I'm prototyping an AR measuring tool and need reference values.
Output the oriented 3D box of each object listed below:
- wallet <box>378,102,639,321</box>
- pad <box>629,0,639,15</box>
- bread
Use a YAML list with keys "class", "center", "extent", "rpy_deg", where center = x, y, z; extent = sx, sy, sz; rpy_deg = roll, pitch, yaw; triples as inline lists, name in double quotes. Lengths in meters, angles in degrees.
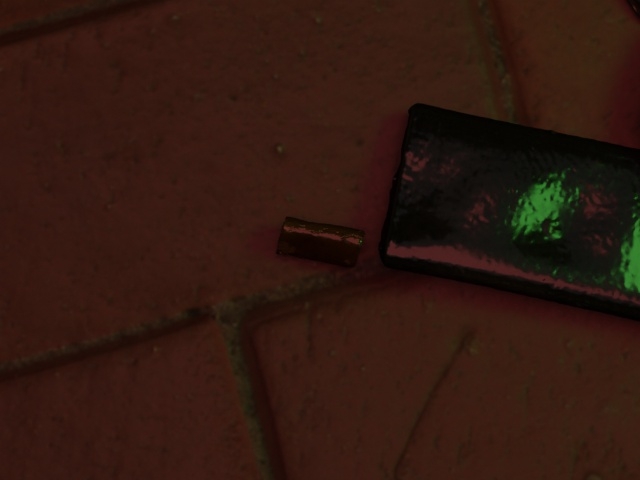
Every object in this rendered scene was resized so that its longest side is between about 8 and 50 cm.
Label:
- class: "wallet"
  center: [0.226, -0.023, 1.130]
  extent: [0.321, 0.044, 0.170]
  rpy_deg: [12, 76, -1]
- class: "pad"
  center: [0.378, -0.344, 1.167]
  extent: [0.233, 0.022, 0.174]
  rpy_deg: [-32, 85, -2]
- class: "bread"
  center: [0.000, 0.000, 1.137]
  extent: [0.083, 0.047, 0.036]
  rpy_deg: [11, 55, 0]
